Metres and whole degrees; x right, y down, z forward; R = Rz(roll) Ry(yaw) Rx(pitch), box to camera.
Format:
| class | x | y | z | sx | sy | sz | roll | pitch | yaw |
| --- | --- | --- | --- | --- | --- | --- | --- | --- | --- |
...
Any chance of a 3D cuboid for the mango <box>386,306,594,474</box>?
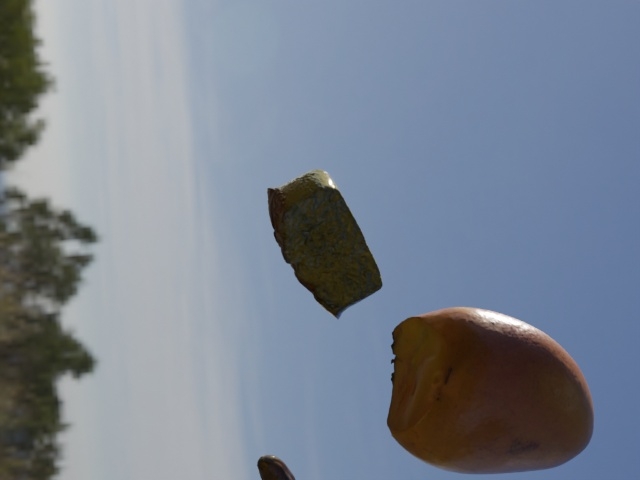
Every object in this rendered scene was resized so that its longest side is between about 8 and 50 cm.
| class | x | y | z | sx | sy | sz | roll | pitch | yaw |
| --- | --- | --- | --- | --- | --- | --- | --- | --- | --- |
| mango | 0.208 | 0.177 | 1.666 | 0.138 | 0.257 | 0.187 | 15 | -87 | 64 |

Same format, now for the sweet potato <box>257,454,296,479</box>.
| class | x | y | z | sx | sy | sz | roll | pitch | yaw |
| --- | --- | --- | --- | --- | --- | --- | --- | --- | --- |
| sweet potato | -0.044 | 0.347 | 2.049 | 0.182 | 0.054 | 0.053 | 49 | 28 | -50 |

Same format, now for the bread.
| class | x | y | z | sx | sy | sz | roll | pitch | yaw |
| --- | --- | --- | --- | --- | --- | --- | --- | --- | --- |
| bread | 0.000 | 0.000 | 1.578 | 0.156 | 0.086 | 0.125 | 62 | 0 | -13 |
